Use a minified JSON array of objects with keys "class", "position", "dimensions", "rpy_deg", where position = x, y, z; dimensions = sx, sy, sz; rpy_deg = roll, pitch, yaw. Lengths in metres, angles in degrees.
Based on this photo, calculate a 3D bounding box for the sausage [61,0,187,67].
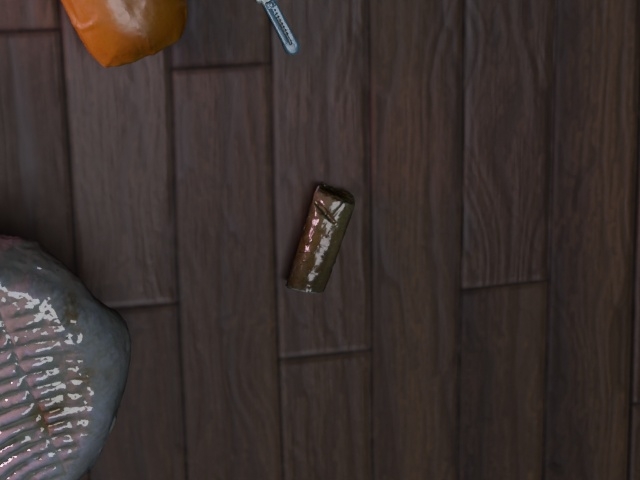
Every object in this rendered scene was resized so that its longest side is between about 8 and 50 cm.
[{"class":"sausage","position":[-0.262,-0.365,1.675],"dimensions":[0.134,0.116,0.354],"rpy_deg":[-21,106,6]}]

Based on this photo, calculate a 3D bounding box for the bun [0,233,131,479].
[{"class":"bun","position":[-0.380,0.137,1.720],"dimensions":[0.354,0.194,0.354],"rpy_deg":[0,114,1]}]

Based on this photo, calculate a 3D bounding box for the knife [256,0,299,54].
[{"class":"knife","position":[-0.050,-0.261,1.815],"dimensions":[0.027,0.010,0.096],"rpy_deg":[-31,110,-6]}]

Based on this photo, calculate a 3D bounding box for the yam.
[{"class":"yam","position":[0.000,0.000,1.875],"dimensions":[0.054,0.054,0.132],"rpy_deg":[15,101,-19]}]
